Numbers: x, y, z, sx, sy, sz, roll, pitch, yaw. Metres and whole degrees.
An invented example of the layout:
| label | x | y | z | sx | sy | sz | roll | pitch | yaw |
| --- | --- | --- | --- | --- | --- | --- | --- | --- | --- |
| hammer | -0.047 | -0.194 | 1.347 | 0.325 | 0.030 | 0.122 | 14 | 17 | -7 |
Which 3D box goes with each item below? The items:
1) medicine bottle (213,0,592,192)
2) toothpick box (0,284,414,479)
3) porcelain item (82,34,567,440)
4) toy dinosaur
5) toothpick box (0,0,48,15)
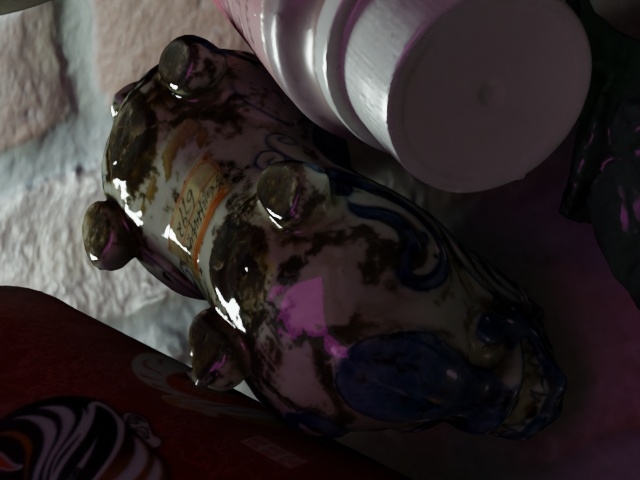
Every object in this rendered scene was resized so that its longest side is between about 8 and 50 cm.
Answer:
| label | x | y | z | sx | sy | sz | roll | pitch | yaw |
| --- | --- | --- | --- | --- | --- | --- | --- | --- | --- |
| medicine bottle | 0.030 | -0.124 | 0.788 | 0.147 | 0.147 | 0.247 | -64 | 33 | 21 |
| toothpick box | -0.091 | 0.165 | 0.836 | 0.333 | 0.204 | 0.204 | 22 | 103 | 44 |
| porcelain item | 0.000 | 0.000 | 0.841 | 0.288 | 0.186 | 0.138 | 43 | 113 | 51 |
| toy dinosaur | 0.181 | -0.001 | 0.718 | 0.292 | 0.079 | 0.120 | 57 | 130 | 34 |
| toothpick box | -0.296 | -0.338 | 0.962 | 0.409 | 0.425 | 0.409 | -3 | 86 | 45 |
